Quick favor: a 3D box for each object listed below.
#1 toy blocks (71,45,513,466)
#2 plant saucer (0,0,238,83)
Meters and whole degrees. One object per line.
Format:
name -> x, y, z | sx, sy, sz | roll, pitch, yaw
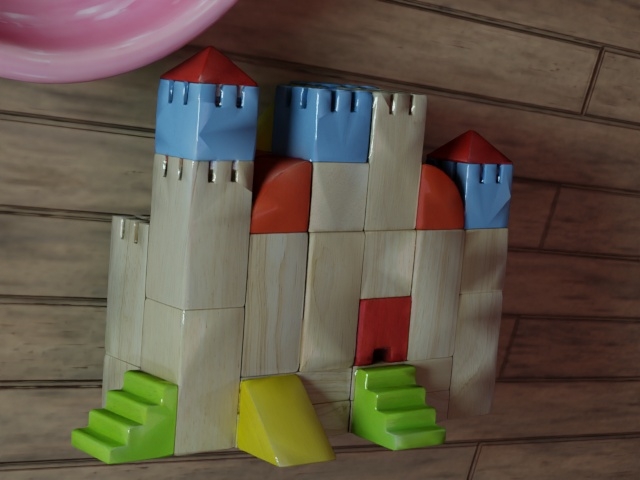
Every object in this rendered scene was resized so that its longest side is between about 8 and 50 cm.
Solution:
toy blocks -> 0.000, 0.000, 1.038 | 0.381, 0.191, 0.260 | -1, 99, -39
plant saucer -> -0.150, -0.259, 0.836 | 0.332, 0.084, 0.332 | -18, 121, -32
